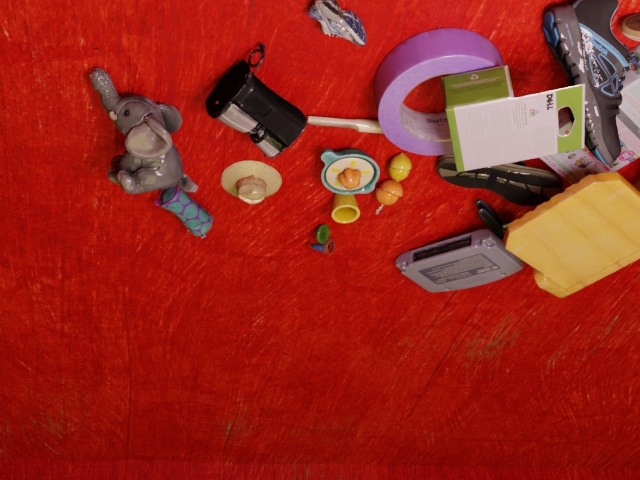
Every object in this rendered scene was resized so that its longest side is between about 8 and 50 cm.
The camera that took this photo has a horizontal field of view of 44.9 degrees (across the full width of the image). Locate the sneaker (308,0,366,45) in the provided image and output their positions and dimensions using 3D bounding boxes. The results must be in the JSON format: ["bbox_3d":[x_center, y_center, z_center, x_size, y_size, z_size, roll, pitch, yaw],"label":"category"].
[{"bbox_3d":[0.032,-0.415,1.480,0.135,0.052,0.058,34,138,-30],"label":"sneaker"}]

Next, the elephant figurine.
[{"bbox_3d":[-0.364,-0.224,1.606,0.186,0.169,0.239,-15,134,-35],"label":"elephant figurine"}]

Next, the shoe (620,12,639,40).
[{"bbox_3d":[0.694,-0.405,1.531,0.219,0.076,0.058,0,137,-9],"label":"shoe"}]

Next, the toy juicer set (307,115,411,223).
[{"bbox_3d":[0.104,-0.164,1.769,0.209,0.089,0.329,-10,141,7],"label":"toy juicer set"}]

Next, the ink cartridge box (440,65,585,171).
[{"bbox_3d":[0.381,-0.248,1.527,0.255,0.097,0.188,-9,142,12],"label":"ink cartridge box"}]

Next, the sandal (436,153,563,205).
[{"bbox_3d":[0.426,-0.165,1.816,0.303,0.086,0.120,16,146,-2],"label":"sandal"}]

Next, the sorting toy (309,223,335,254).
[{"bbox_3d":[0.000,0.000,2.008,0.042,0.061,0.102,14,146,35],"label":"sorting toy"}]

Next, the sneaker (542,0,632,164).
[{"bbox_3d":[0.553,-0.311,1.518,0.140,0.125,0.340,-21,111,5],"label":"sneaker"}]

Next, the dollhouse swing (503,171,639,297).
[{"bbox_3d":[0.616,-0.080,1.815,0.305,0.315,0.347,39,127,-21],"label":"dollhouse swing"}]

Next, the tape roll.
[{"bbox_3d":[0.251,-0.302,1.607,0.275,0.090,0.274,-3,141,-2],"label":"tape roll"}]

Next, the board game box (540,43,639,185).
[{"bbox_3d":[0.632,-0.260,1.697,0.303,0.097,0.224,-34,133,31],"label":"board game box"}]

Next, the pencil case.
[{"bbox_3d":[-0.325,-0.070,1.865,0.070,0.064,0.151,-34,136,9],"label":"pencil case"}]

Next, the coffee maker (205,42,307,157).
[{"bbox_3d":[-0.114,-0.274,1.580,0.171,0.120,0.178,-32,135,30],"label":"coffee maker"}]

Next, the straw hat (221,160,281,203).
[{"bbox_3d":[-0.162,-0.120,1.821,0.145,0.061,0.144,-3,143,-2],"label":"straw hat"}]

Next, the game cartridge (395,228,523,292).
[{"bbox_3d":[0.377,0.062,2.075,0.297,0.062,0.198,-19,146,38],"label":"game cartridge"}]

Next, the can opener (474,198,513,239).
[{"bbox_3d":[0.436,-0.056,1.964,0.073,0.059,0.186,-33,138,21],"label":"can opener"}]
